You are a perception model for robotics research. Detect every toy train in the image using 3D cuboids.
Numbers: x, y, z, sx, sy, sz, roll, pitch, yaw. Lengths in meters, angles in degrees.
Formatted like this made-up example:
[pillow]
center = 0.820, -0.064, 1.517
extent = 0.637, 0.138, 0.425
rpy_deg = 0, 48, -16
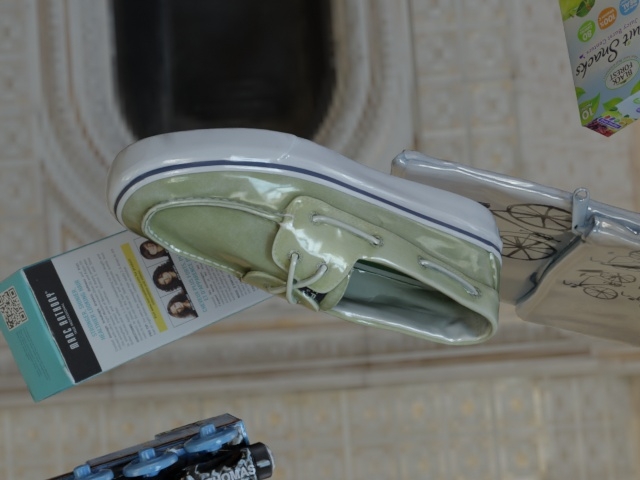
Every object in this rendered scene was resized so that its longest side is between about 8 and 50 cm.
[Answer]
[toy train]
center = -0.126, 0.187, 1.331
extent = 0.184, 0.080, 0.105
rpy_deg = -17, -175, -15

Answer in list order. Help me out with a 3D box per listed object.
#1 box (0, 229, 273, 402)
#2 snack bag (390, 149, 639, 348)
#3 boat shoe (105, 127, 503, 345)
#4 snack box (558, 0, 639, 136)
[box]
center = -0.149, 0.042, 1.461
extent = 0.244, 0.101, 0.060
rpy_deg = -23, 176, -46
[snack bag]
center = 0.199, 0.022, 1.502
extent = 0.342, 0.037, 0.323
rpy_deg = 16, 164, -1
[boat shoe]
center = 0.000, 0.000, 1.223
extent = 0.302, 0.094, 0.109
rpy_deg = 11, 139, -23
[snack box]
center = 0.247, -0.169, 1.435
extent = 0.037, 0.141, 0.100
rpy_deg = 17, 144, -35
